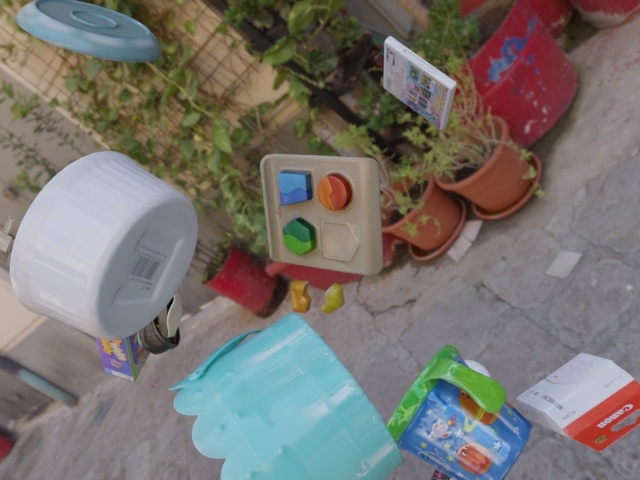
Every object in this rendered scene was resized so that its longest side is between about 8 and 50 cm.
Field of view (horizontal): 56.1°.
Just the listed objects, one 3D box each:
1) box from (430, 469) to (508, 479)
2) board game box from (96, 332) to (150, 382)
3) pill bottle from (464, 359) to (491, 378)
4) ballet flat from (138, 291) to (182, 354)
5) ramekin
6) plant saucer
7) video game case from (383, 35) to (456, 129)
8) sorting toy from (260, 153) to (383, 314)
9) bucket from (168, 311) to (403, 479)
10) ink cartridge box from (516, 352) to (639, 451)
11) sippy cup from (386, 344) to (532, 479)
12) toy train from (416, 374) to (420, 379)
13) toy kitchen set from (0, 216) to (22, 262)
[{"bbox_3d":[0.376,0.593,1.342,0.142,0.163,0.247,-61,22,-13],"label":"box"},{"bbox_3d":[-0.417,0.134,1.358,0.347,0.078,0.233,103,-174,-51],"label":"board game box"},{"bbox_3d":[0.373,0.368,1.528,0.117,0.117,0.215,-53,-20,-8],"label":"pill bottle"},{"bbox_3d":[-0.312,0.086,1.199,0.096,0.095,0.281,-3,91,35],"label":"ballet flat"},{"bbox_3d":[-0.310,0.016,0.918,0.277,0.135,0.277,-57,-17,-28],"label":"ramekin"},{"bbox_3d":[-0.520,-0.489,1.373,0.318,0.317,0.044,-93,21,-60],"label":"plant saucer"},{"bbox_3d":[0.171,-0.273,1.059,0.019,0.143,0.157,-48,-14,-8],"label":"video game case"},{"bbox_3d":[0.000,0.000,1.088,0.228,0.308,0.041,6,20,28],"label":"sorting toy"},{"bbox_3d":[-0.040,0.239,0.764,0.183,0.281,0.281,-35,19,-13],"label":"bucket"},{"bbox_3d":[0.521,0.304,1.165,0.189,0.066,0.232,-29,1,-12],"label":"ink cartridge box"},{"bbox_3d":[0.276,0.363,1.175,0.240,0.224,0.305,-56,-20,3],"label":"sippy cup"},{"bbox_3d":[0.331,0.432,1.896,0.083,0.023,0.017,147,132,-62],"label":"toy train"},{"bbox_3d":[-0.569,0.009,1.150,0.068,0.075,0.083,16,82,47],"label":"toy kitchen set"}]
